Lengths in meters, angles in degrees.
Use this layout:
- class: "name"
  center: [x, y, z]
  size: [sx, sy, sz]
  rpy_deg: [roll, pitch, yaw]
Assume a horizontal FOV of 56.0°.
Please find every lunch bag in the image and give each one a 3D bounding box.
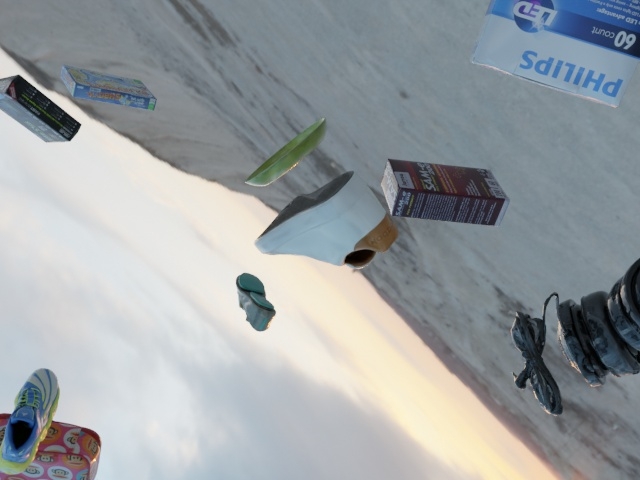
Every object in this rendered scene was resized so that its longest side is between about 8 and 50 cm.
- class: "lunch bag"
  center: [-0.731, 0.588, 1.563]
  size: [0.293, 0.258, 0.120]
  rpy_deg: [14, -153, -8]

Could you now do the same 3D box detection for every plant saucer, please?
- class: "plant saucer"
  center: [-0.073, -0.199, 1.408]
  size: [0.037, 0.241, 0.241]
  rpy_deg: [51, 180, -12]

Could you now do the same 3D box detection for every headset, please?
- class: "headset"
  center: [0.424, 0.136, 0.810]
  size: [0.394, 0.243, 0.185]
  rpy_deg: [5, -121, -23]

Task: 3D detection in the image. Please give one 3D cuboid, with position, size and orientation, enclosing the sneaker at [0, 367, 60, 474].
- class: "sneaker"
  center: [-0.612, 0.367, 1.285]
  size: [0.091, 0.126, 0.240]
  rpy_deg: [17, -133, -21]

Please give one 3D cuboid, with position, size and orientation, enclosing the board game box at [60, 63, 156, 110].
- class: "board game box"
  center: [-0.533, -0.383, 1.515]
  size: [0.201, 0.035, 0.136]
  rpy_deg: [2, -149, -39]

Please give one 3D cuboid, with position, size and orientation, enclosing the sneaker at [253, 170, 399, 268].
- class: "sneaker"
  center: [0.000, 0.000, 0.830]
  size: [0.123, 0.106, 0.290]
  rpy_deg: [46, 158, -14]

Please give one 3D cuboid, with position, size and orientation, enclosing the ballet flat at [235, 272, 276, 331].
- class: "ballet flat"
  center: [-0.150, 0.133, 1.297]
  size: [0.072, 0.068, 0.213]
  rpy_deg: [19, -170, -23]

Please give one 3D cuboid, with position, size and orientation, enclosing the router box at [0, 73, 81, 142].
- class: "router box"
  center: [-0.459, -0.207, 0.960]
  size: [0.092, 0.038, 0.122]
  rpy_deg: [8, 154, 42]

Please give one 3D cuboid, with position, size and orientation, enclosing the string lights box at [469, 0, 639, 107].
- class: "string lights box"
  center: [0.235, -0.259, 0.506]
  size: [0.133, 0.259, 0.077]
  rpy_deg: [20, -160, 5]

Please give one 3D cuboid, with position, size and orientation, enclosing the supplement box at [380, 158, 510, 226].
- class: "supplement box"
  center: [0.259, -0.103, 1.273]
  size: [0.239, 0.073, 0.130]
  rpy_deg: [4, -144, -11]
